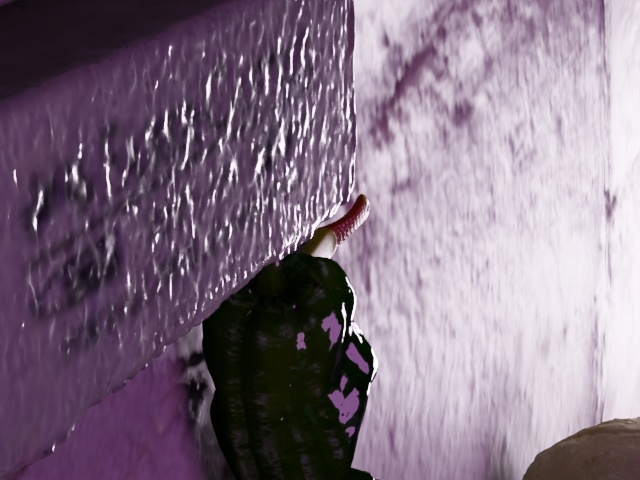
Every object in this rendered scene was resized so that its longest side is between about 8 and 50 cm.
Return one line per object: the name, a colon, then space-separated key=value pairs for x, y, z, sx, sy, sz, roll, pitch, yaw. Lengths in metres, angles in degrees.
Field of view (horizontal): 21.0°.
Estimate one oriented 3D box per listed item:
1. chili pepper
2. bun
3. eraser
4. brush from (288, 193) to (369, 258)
chili pepper: x=-0.006 y=0.089 z=0.821 sx=0.257 sy=0.074 sz=0.100 roll=81 pitch=29 yaw=-48
bun: x=0.209 y=0.234 z=1.316 sx=0.220 sy=0.134 sz=0.221 roll=14 pitch=90 yaw=-71
eraser: x=-0.086 y=-0.015 z=0.564 sx=0.352 sy=0.077 sz=0.111 roll=-38 pitch=134 yaw=-59
brush: x=0.000 y=0.000 z=0.859 sx=0.083 sy=0.021 sz=0.019 roll=-48 pitch=140 yaw=-45
